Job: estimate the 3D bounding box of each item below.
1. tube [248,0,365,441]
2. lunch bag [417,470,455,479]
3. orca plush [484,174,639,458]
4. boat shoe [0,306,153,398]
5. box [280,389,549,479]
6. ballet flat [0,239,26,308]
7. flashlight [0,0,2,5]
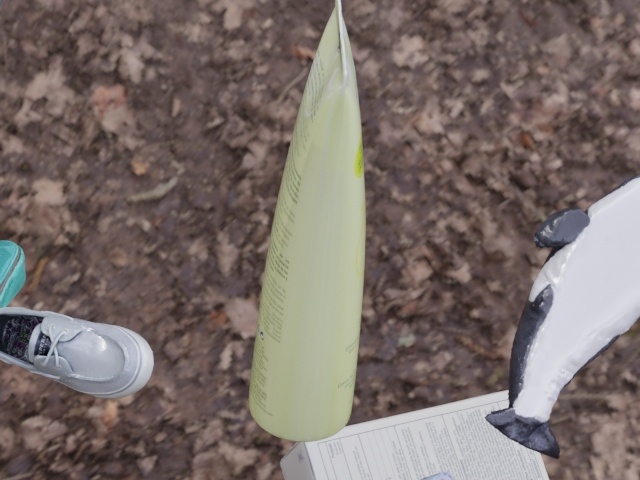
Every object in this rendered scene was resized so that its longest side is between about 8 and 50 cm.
[{"bbox_3d":[0.000,0.000,0.638,0.062,0.240,0.070,-24,43,-37],"label":"tube"},{"bbox_3d":[0.055,0.156,0.577,0.071,0.053,0.083,5,77,-70],"label":"lunch bag"},{"bbox_3d":[0.260,0.067,1.150,0.151,0.102,0.287,17,87,9],"label":"orca plush"},{"bbox_3d":[-0.283,0.118,1.300,0.081,0.227,0.079,20,81,-56],"label":"boat shoe"},{"bbox_3d":[0.121,0.302,1.568,0.311,0.121,0.148,-8,68,-21],"label":"box"},{"bbox_3d":[-0.504,0.110,1.786,0.083,0.087,0.247,13,48,15],"label":"ballet flat"},{"bbox_3d":[-0.386,-0.231,1.295,0.103,0.304,0.103,23,36,-1],"label":"flashlight"}]
